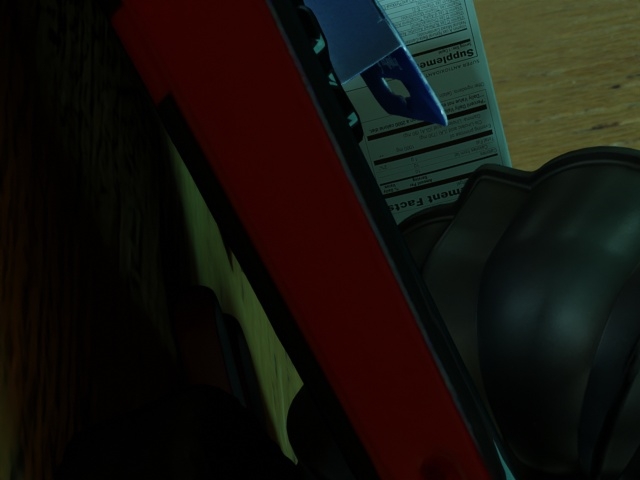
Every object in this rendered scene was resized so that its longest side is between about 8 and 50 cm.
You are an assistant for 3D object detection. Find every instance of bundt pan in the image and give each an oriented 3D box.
[{"bbox_3d":[0.121,0.132,0.898,0.124,0.331,0.331,-37,116,-55],"label":"bundt pan"}]

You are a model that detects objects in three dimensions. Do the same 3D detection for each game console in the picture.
[{"bbox_3d":[0.000,0.000,0.660,0.342,0.060,0.386,60,-2,23],"label":"game console"}]

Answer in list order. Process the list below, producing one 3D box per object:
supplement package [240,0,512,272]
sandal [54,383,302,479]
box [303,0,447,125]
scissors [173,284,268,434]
[{"bbox_3d":[-0.001,-0.129,1.029,0.194,0.149,0.203,-98,172,-61],"label":"supplement package"},{"bbox_3d":[0.025,0.232,0.598,0.445,0.107,0.167,60,11,-25],"label":"sandal"},{"bbox_3d":[-0.031,-0.136,0.832,0.225,0.036,0.136,56,-5,-10],"label":"box"},{"bbox_3d":[-0.013,0.162,0.793,0.109,0.021,0.297,44,33,-88],"label":"scissors"}]
